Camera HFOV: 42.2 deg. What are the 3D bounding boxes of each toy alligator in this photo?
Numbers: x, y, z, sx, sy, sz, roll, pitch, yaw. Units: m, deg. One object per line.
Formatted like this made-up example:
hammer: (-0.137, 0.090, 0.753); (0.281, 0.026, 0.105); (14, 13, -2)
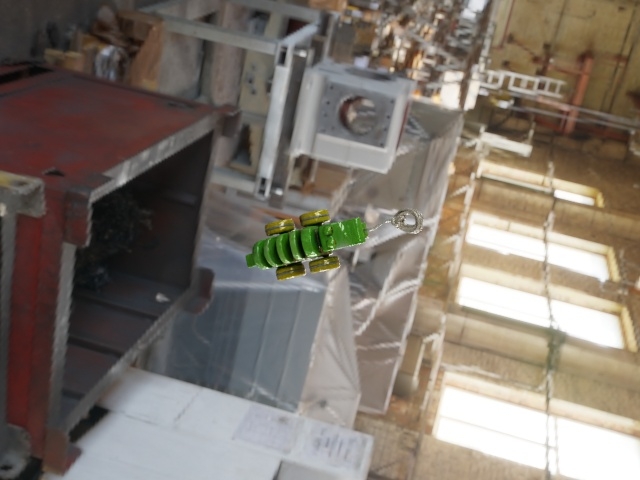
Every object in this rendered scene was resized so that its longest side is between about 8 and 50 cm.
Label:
toy alligator: (0.000, 0.000, 0.764); (0.051, 0.190, 0.056); (-7, 84, -62)
